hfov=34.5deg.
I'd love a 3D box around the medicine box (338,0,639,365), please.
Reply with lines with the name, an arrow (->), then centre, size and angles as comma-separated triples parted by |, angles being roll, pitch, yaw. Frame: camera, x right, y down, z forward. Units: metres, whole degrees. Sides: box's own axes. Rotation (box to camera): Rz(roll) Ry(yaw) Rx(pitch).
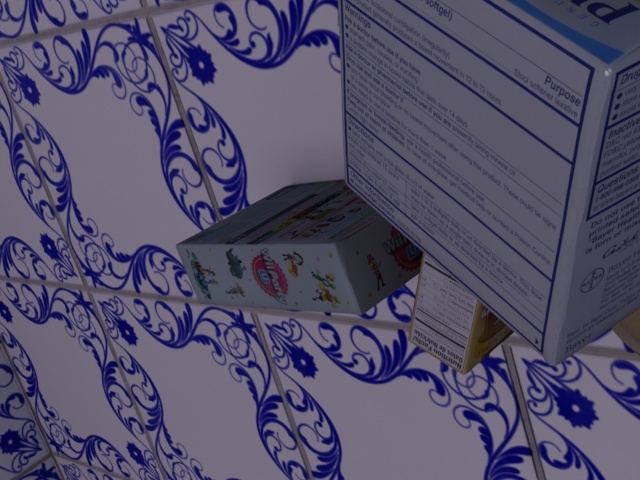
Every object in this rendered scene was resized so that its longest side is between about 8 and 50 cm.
medicine box -> 0.148, -0.104, 0.772 | 0.263, 0.149, 0.289 | 44, 152, 35

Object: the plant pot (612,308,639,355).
plant pot -> 0.353, 0.019, 0.905 | 0.284, 0.191, 0.284 | 37, 133, 54

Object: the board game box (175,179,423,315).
board game box -> 0.000, 0.000, 1.311 | 0.303, 0.224, 0.097 | -2, 113, 48

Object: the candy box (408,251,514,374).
candy box -> 0.198, -0.028, 1.115 | 0.088, 0.183, 0.316 | 31, 135, 30
